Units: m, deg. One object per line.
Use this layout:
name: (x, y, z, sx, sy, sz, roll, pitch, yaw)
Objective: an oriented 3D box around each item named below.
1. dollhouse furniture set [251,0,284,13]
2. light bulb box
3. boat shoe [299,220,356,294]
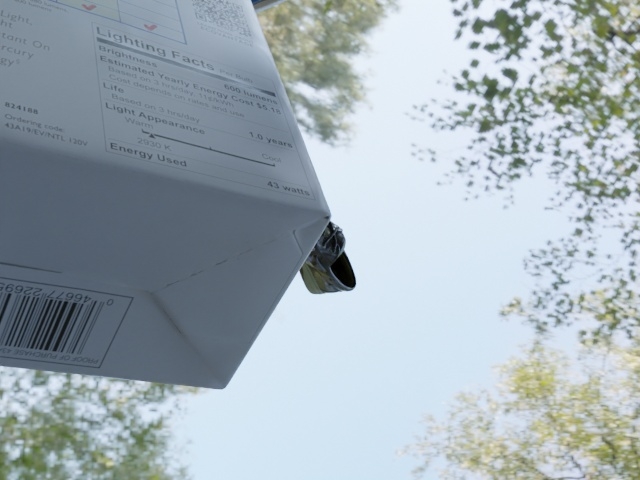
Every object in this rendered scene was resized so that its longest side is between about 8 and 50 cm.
dollhouse furniture set: (-0.087, -0.548, 1.478, 0.198, 0.303, 0.286, -25, -102, -8)
light bulb box: (-0.227, -0.095, 0.802, 0.225, 0.358, 0.361, -57, -145, 33)
boat shoe: (0.000, 0.001, 1.266, 0.073, 0.223, 0.080, 1, -124, 17)
